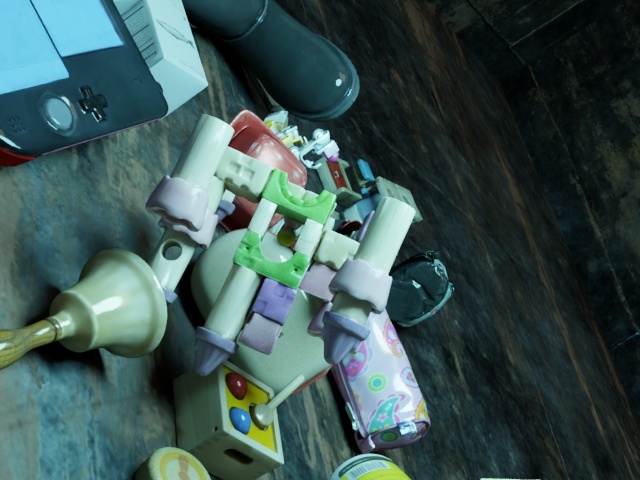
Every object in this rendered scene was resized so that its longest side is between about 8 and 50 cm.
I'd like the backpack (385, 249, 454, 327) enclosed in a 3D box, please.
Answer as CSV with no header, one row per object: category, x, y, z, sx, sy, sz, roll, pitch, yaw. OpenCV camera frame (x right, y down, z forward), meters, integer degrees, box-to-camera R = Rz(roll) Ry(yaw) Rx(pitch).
backpack,0.169,0.088,2.088,0.115,0.152,0.182,63,9,-1

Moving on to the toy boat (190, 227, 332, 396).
toy boat,-0.078,0.095,1.560,0.231,0.151,0.151,59,-9,1

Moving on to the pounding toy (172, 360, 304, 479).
pounding toy,-0.091,0.208,1.382,0.141,0.100,0.130,38,29,-40

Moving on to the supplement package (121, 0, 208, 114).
supplement package,-0.255,-0.288,1.704,0.105,0.105,0.179,28,36,-53

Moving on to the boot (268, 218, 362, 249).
boot,0.000,0.000,1.755,0.088,0.176,0.244,62,20,-11

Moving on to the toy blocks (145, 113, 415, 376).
toy blocks,-0.070,0.052,1.353,0.289,0.260,0.309,24,-10,0

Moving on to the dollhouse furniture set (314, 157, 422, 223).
dollhouse furniture set,0.073,-0.097,2.122,0.129,0.129,0.183,20,44,-58

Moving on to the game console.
game console,-0.368,-0.290,1.396,0.342,0.060,0.386,-30,93,-54

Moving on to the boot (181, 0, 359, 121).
boot,-0.165,-0.389,1.909,0.367,0.146,0.445,43,7,34

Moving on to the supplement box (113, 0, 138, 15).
supplement box,-0.365,-0.401,1.615,0.220,0.114,0.111,54,22,-5

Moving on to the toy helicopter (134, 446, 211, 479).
toy helicopter,-0.096,0.363,1.162,0.235,0.140,0.355,-2,48,-50

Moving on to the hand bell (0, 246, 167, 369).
hand bell,-0.280,0.095,1.169,0.242,0.126,0.126,-23,81,-56

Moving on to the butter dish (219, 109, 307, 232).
butter dish,-0.086,-0.087,1.695,0.160,0.160,0.118,46,-17,-29

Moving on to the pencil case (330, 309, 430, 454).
pencil case,0.068,0.183,1.741,0.124,0.124,0.284,23,41,-55

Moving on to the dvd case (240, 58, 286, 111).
dvd case,-0.102,-0.295,2.175,0.119,0.013,0.087,62,22,9

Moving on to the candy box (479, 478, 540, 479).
candy box,0.202,0.455,1.415,0.088,0.316,0.183,4,45,-15

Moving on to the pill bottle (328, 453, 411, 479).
pill bottle,0.092,0.361,1.437,0.119,0.119,0.208,47,-4,-26

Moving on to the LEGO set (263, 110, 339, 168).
LEGO set,-0.066,-0.133,1.914,0.107,0.132,0.287,68,-12,-18
